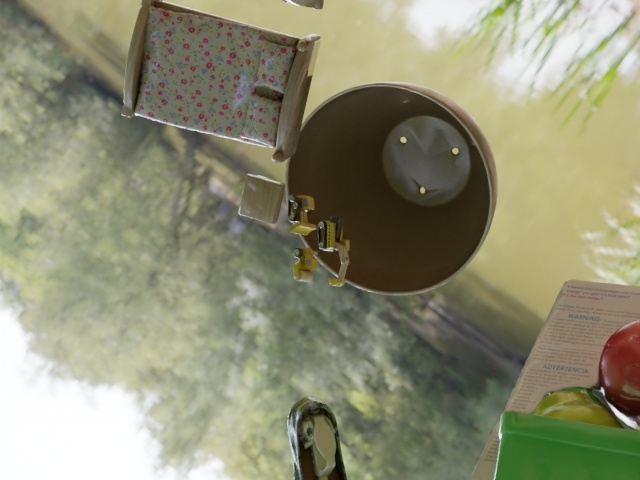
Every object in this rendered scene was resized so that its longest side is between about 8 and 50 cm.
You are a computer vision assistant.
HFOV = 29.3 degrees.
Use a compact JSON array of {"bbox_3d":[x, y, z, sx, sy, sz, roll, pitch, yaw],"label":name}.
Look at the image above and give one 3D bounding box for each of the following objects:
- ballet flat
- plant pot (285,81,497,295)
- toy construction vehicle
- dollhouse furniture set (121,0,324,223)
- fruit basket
[{"bbox_3d":[0.003,0.270,1.392,0.070,0.070,0.188,58,-162,-84],"label":"ballet flat"},{"bbox_3d":[0.118,-0.089,1.669,0.284,0.284,0.191,37,-154,8],"label":"plant pot"},{"bbox_3d":[0.000,0.000,1.401,0.035,0.098,0.086,-7,167,34],"label":"toy construction vehicle"},{"bbox_3d":[-0.168,-0.205,1.276,0.303,0.356,0.174,15,-161,8],"label":"dollhouse furniture set"},{"bbox_3d":[0.334,0.187,1.231,0.327,0.353,0.165,3,132,38],"label":"fruit basket"}]
